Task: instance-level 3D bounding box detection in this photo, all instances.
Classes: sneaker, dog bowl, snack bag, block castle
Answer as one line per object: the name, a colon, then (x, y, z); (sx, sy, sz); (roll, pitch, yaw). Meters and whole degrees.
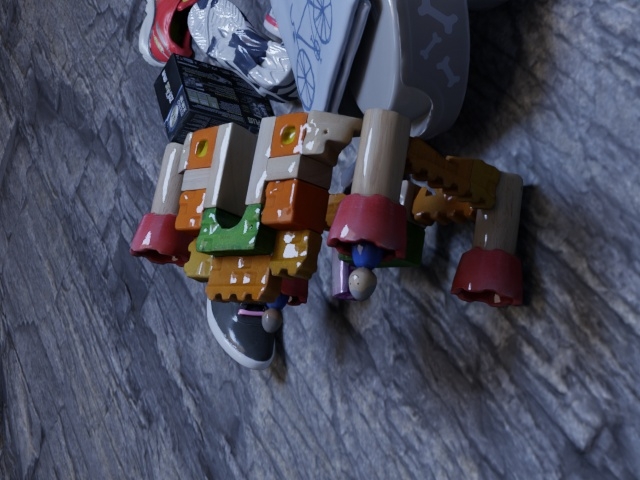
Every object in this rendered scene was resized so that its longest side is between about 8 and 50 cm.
sneaker: (-0.111, 0.055, 1.730); (0.147, 0.104, 0.296); (-57, 35, 38)
sneaker: (-0.283, -0.480, 2.178); (0.118, 0.107, 0.279); (-4, 80, 37)
sneaker: (-0.108, -0.298, 1.777); (0.235, 0.153, 0.094); (32, 85, 25)
dog bowl: (0.090, -0.281, 1.418); (0.349, 0.102, 0.349); (169, 90, -76)
snack bag: (-0.017, -0.357, 1.508); (0.323, 0.037, 0.343); (107, 150, -60)
block castle: (0.000, 0.000, 1.354); (0.453, 0.303, 0.213); (-3, 72, 46)

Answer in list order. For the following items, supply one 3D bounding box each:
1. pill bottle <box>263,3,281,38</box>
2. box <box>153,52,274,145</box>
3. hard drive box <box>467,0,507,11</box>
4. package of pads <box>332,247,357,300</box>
pill bottle: (-0.009, -0.400, 1.708); (0.108, 0.108, 0.180); (48, 120, 50)
box: (-0.176, -0.222, 1.840); (0.077, 0.180, 0.147); (-51, 43, 33)
hard drive box: (0.237, -0.404, 1.318); (0.232, 0.089, 0.181); (-19, 80, 51)
package of pads: (0.042, 0.042, 1.556); (0.032, 0.050, 0.083); (-22, 62, 52)
